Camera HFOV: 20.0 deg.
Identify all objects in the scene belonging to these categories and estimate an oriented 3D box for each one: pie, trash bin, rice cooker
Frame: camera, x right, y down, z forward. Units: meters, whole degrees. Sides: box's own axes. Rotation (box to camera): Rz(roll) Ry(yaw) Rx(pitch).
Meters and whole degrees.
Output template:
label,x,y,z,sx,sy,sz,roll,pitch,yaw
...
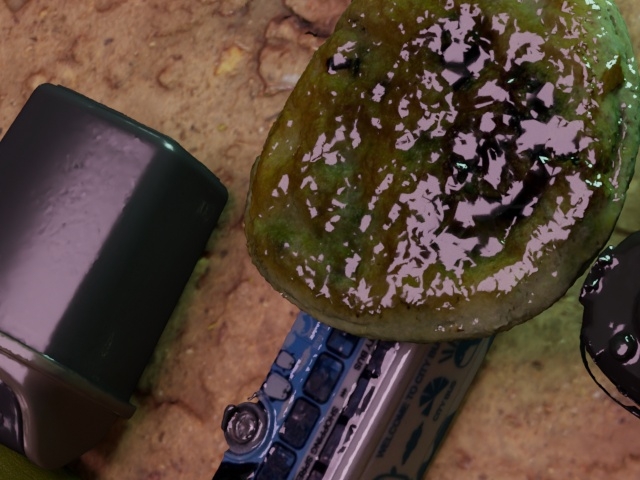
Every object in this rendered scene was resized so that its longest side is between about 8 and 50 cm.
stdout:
label,x,y,z,sx,sy,sz,roll,pitch,yaw
pie,0.084,-0.069,1.279,0.323,0.070,0.323,-13,65,29
trash bin,-0.226,0.031,1.547,0.209,0.182,0.290,24,81,29
rice cooker,0.258,0.064,1.185,0.203,0.118,0.142,24,87,39

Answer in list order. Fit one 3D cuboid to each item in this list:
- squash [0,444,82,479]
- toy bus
label,x,y,z,sx,sy,sz,roll,pitch,yaw
squash,-0.260,0.199,1.575,0.080,0.071,0.318,-42,48,-9
toy bus,0.026,0.117,1.362,0.131,0.106,0.297,29,92,41
